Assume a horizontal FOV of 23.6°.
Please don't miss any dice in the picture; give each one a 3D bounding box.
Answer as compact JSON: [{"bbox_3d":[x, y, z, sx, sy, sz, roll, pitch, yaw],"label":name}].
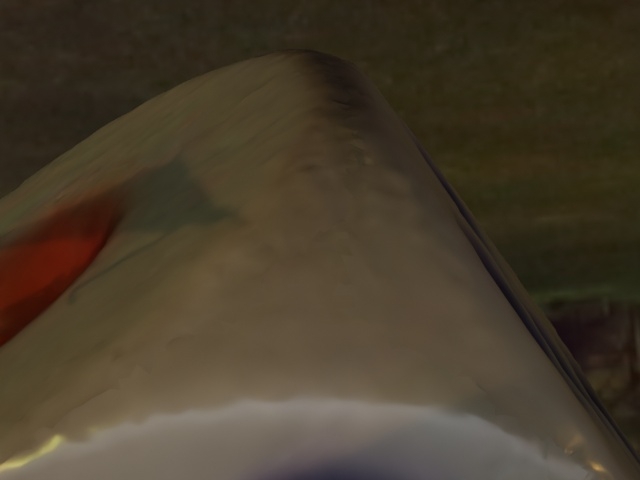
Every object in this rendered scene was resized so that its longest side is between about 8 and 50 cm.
[{"bbox_3d":[-0.025,0.108,0.493,0.259,0.251,0.243,-35,-161,9],"label":"dice"}]
